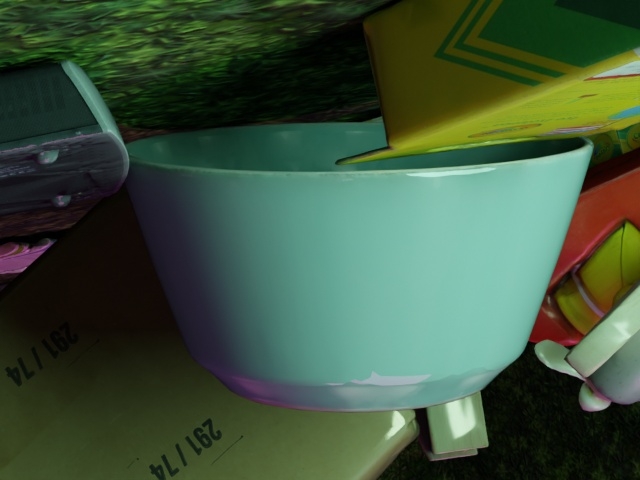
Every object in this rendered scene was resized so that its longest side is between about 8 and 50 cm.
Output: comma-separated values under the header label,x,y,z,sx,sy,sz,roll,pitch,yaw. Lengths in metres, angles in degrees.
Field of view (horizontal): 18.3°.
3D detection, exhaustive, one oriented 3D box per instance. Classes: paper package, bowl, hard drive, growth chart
label,x,y,z,sx,sy,sz,roll,pitch,yaw
paper package,-0.141,0.153,1.542,0.325,0.309,0.168,-45,173,-7
bowl,0.022,0.015,1.300,0.311,0.163,0.311,0,-172,0
hard drive,-0.198,-0.049,1.142,0.172,0.054,0.255,-11,175,-6
growth chart,-0.310,0.020,1.869,0.237,0.021,0.172,-12,175,3

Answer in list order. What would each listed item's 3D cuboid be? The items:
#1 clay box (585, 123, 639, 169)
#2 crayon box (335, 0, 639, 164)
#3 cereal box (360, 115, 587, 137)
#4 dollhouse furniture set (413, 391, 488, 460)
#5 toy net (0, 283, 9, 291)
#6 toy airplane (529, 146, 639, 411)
label,x,y,z,sx,sy,sz,roll,pitch,yaw
clay box,0.324,-0.094,1.924,0.222,0.053,0.127,-8,174,-25
crayon box,0.169,-0.118,1.088,0.202,0.081,0.318,-8,173,-40
cereal box,0.149,-0.094,1.519,0.240,0.047,0.173,-15,175,26
dollhouse furniture set,-0.023,0.091,1.738,0.303,0.286,0.198,-8,171,0
toy net,-0.361,0.063,2.135,0.122,0.045,0.232,-16,176,20
toy airplane,0.328,-0.004,1.648,0.386,0.272,0.384,-28,-173,-6
